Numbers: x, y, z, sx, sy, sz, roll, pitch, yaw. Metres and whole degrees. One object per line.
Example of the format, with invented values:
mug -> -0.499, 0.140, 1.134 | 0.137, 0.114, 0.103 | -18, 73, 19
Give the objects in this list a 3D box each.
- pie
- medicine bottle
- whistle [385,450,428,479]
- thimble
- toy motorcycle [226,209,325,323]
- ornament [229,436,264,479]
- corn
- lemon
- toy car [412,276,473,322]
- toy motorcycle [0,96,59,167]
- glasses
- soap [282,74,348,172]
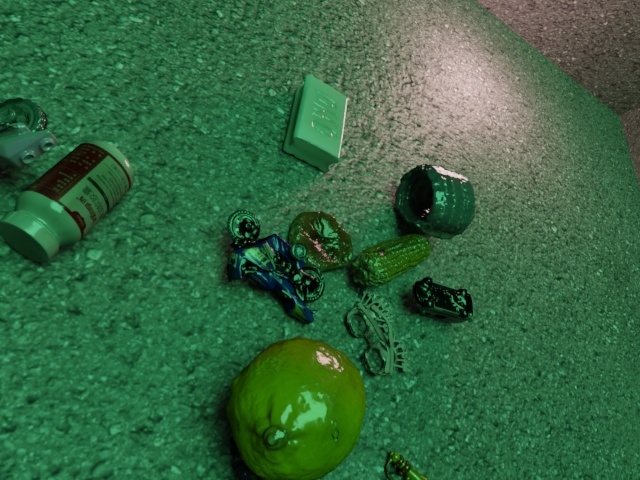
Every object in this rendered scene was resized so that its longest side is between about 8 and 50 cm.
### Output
pie -> 0.000, 0.000, 1.283 | 0.195, 0.046, 0.195 | 16, 57, -27
medicine bottle -> -0.488, -0.081, 0.928 | 0.131, 0.131, 0.250 | 38, 50, -13
whistle -> 0.199, 0.557, 1.142 | 0.109, 0.057, 0.046 | 40, 5, 0
thimble -> 0.353, -0.121, 1.489 | 0.172, 0.205, 0.236 | 11, 56, -28
toy motorcycle -> -0.116, 0.073, 1.127 | 0.315, 0.113, 0.169 | 42, 60, -20
ornament -> -0.131, 0.481, 0.921 | 0.081, 0.088, 0.203 | 23, 41, -47
corn -> 0.206, 0.049, 1.362 | 0.318, 0.115, 0.115 | -19, 78, -45
lemon -> -0.047, 0.327, 0.919 | 0.268, 0.268, 0.322 | 57, 22, 4
toy car -> 0.343, 0.181, 1.391 | 0.209, 0.108, 0.089 | 17, 60, -22
toy motorcycle -> -0.607, -0.110, 0.820 | 0.327, 0.143, 0.188 | -37, 76, -14
glasses -> 0.171, 0.237, 1.249 | 0.162, 0.095, 0.255 | -11, 75, -47
soap -> -0.010, -0.355, 1.436 | 0.159, 0.087, 0.265 | 24, 55, -22
